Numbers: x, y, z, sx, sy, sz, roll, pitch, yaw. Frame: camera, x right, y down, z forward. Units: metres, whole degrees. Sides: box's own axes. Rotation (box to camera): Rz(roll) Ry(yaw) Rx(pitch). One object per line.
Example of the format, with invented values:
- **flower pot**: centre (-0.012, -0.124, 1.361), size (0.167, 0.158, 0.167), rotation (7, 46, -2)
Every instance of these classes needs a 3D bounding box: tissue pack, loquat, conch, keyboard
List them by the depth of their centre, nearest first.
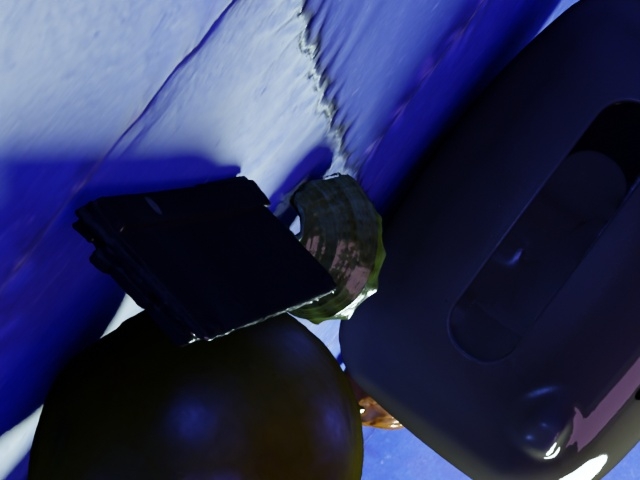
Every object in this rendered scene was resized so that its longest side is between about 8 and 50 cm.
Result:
- **keyboard**: centre (-0.044, 0.008, 0.754), size (0.023, 0.072, 0.231), rotation (-43, 174, 11)
- **loquat**: centre (-0.058, 0.100, 0.795), size (0.152, 0.152, 0.195), rotation (-56, -178, 21)
- **conch**: centre (0.000, 0.000, 1.046), size (0.121, 0.074, 0.089), rotation (51, 43, -64)
- **tissue pack**: centre (0.198, 0.006, 1.400), size (0.387, 0.267, 0.277), rotation (-52, 169, 2)

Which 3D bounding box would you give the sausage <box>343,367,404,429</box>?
- **sausage**: centre (0.108, 0.109, 1.895), size (0.259, 0.113, 0.113), rotation (-46, 169, -44)
